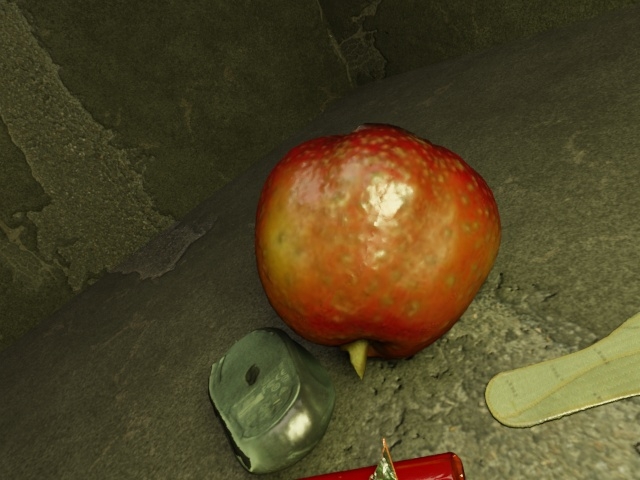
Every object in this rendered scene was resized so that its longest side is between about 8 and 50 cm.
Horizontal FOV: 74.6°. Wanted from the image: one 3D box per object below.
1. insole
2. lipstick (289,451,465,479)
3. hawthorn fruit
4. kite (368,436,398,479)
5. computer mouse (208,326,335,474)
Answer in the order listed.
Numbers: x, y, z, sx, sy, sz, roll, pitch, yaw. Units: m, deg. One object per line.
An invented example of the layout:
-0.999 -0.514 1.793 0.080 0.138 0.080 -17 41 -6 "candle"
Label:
0.379 0.151 0.529 0.348 0.009 0.119 -25 26 12 "insole"
0.040 0.322 0.521 0.280 0.073 0.073 -21 27 18 "lipstick"
0.087 0.026 0.699 0.403 0.402 0.403 -25 26 13 "hawthorn fruit"
0.054 0.345 0.456 0.189 0.009 0.232 21 77 32 "kite"
-0.087 0.266 0.718 0.203 0.114 0.374 -39 19 -11 "computer mouse"
